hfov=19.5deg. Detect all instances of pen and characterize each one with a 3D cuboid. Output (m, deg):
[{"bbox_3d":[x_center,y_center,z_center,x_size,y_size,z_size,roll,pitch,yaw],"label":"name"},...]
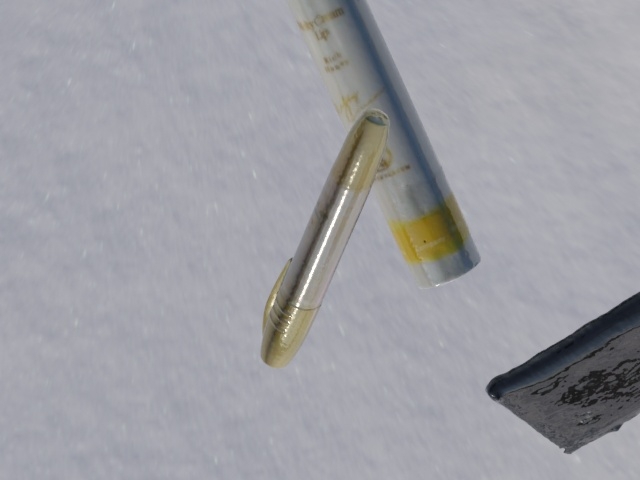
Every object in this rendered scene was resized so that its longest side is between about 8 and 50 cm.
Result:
[{"bbox_3d":[0.000,0.000,1.252,0.032,0.040,0.233,-5,136,-31],"label":"pen"}]

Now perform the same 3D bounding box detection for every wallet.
[{"bbox_3d":[0.288,0.086,1.590,0.285,0.030,0.146,-34,134,20],"label":"wallet"}]

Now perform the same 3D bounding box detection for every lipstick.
[{"bbox_3d":[0.046,-0.091,1.425,0.059,0.059,0.264,-26,103,1],"label":"lipstick"}]
